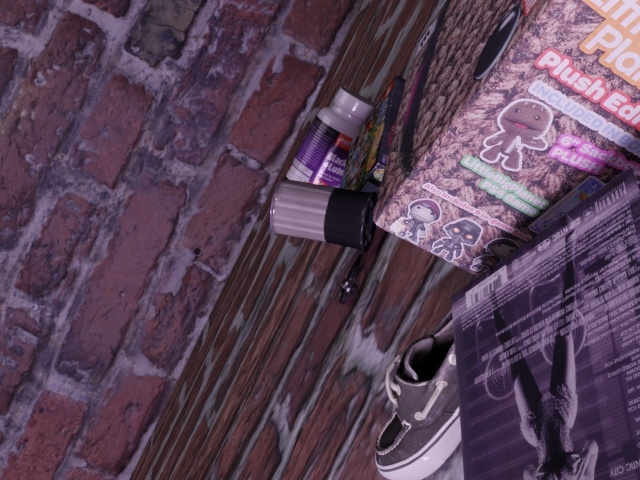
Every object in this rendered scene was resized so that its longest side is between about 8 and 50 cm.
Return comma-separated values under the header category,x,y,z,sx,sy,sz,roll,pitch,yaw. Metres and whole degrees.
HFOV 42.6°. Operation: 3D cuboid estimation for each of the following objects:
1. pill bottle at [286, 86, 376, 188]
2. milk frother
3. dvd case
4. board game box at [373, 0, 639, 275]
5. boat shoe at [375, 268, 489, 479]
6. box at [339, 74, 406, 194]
category,x,y,z,sx,sy,sz,roll,pitch,yaw
pill bottle,0.026,-0.175,1.495,0.194,0.108,0.108,-61,11,16
milk frother,0.000,0.000,1.132,0.129,0.134,0.143,79,-154,-50
dvd case,0.131,0.092,0.440,0.164,0.018,0.221,-45,34,47
board game box,0.180,-0.142,0.575,0.291,0.141,0.232,-53,15,46
boat shoe,0.090,0.104,0.629,0.219,0.070,0.078,-57,12,33
box,0.084,-0.130,1.276,0.159,0.044,0.233,-55,14,42
